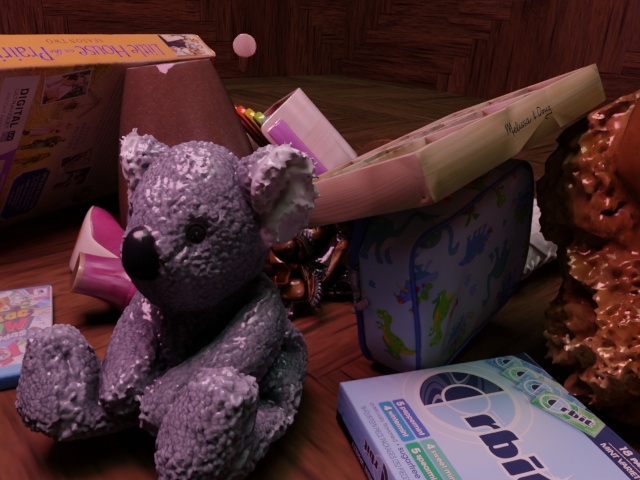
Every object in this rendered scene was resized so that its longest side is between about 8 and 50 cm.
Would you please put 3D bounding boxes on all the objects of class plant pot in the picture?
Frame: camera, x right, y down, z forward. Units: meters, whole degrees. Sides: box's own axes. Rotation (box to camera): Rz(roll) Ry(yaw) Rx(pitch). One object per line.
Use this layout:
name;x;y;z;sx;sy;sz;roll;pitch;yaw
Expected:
plant pot;-0.183;-0.120;0.731;0.215;0.231;0.215;-6;20;2

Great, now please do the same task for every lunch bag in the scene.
lunch bag;0.123;0.022;0.529;0.090;0.176;0.219;19;40;41

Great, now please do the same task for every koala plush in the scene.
koala plush;-0.093;0.028;0.414;0.196;0.222;0.203;7;10;26

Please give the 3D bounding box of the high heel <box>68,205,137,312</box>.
high heel;-0.234;0.021;0.656;0.117;0.082;0.244;19;4;-26

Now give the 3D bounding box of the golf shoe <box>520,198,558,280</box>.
golf shoe;0.258;0.008;0.729;0.306;0.115;0.140;10;59;-18

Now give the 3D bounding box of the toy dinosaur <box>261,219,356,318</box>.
toy dinosaur;0.000;0.000;0.643;0.218;0.164;0.322;2;38;41

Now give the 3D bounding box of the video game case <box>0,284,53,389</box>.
video game case;-0.324;0.093;0.523;0.119;0.015;0.166;-7;25;-24

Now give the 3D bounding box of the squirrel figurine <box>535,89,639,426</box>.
squirrel figurine;0.379;0.020;0.420;0.281;0.371;0.397;-19;-8;-47

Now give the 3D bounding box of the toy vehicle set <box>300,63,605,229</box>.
toy vehicle set;0.110;-0.083;0.474;0.266;0.035;0.166;-29;12;-36

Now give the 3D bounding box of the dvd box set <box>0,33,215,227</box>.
dvd box set;-0.363;-0.152;0.763;0.062;0.308;0.420;48;35;7

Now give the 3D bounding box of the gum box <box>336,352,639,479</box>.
gum box;0.125;0.156;0.409;0.184;0.041;0.157;-3;23;-18

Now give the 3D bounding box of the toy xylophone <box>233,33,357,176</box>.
toy xylophone;-0.060;-0.161;0.783;0.081;0.236;0.322;-44;7;-3

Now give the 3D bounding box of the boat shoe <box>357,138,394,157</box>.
boat shoe;0.178;-0.090;0.945;0.123;0.123;0.342;25;-1;-36
